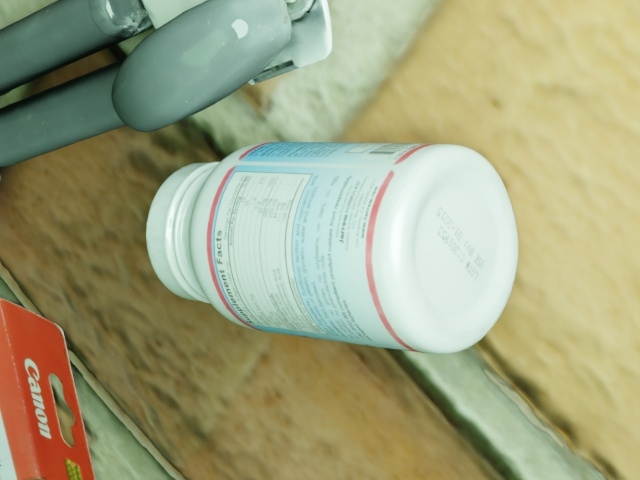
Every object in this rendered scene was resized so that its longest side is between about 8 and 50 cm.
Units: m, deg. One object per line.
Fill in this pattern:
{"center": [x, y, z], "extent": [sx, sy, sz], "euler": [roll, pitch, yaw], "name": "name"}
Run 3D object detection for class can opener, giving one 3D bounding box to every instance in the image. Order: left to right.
{"center": [-0.104, -0.083, 0.744], "extent": [0.283, 0.095, 0.076], "euler": [-13, 105, 48], "name": "can opener"}

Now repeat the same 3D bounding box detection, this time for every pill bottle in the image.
{"center": [0.000, 0.000, 0.703], "extent": [0.160, 0.087, 0.087], "euler": [4, 118, 43], "name": "pill bottle"}

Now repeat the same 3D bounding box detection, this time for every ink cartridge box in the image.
{"center": [-0.225, 0.098, 1.025], "extent": [0.179, 0.045, 0.145], "euler": [20, 129, 38], "name": "ink cartridge box"}
